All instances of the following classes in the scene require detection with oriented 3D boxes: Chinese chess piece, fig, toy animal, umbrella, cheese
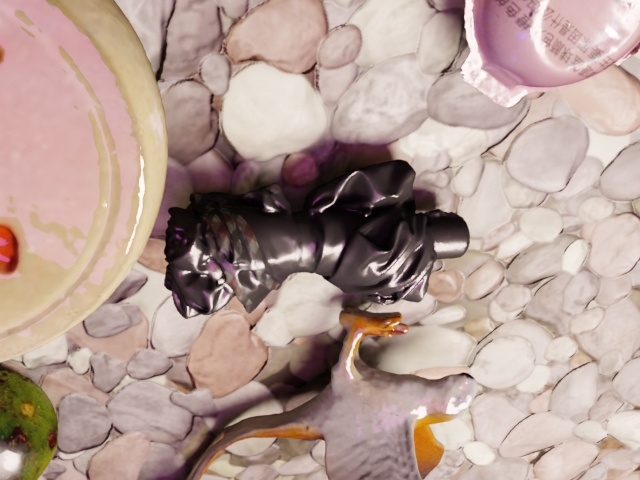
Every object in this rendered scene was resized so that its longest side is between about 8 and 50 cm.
[{"bbox_3d":[-0.278,-0.069,0.592,0.338,0.140,0.338,-4,116,-9],"label":"Chinese chess piece"},{"bbox_3d":[-0.335,0.203,0.804,0.156,0.123,0.123,-33,123,17],"label":"fig"},{"bbox_3d":[0.003,0.190,0.880,0.284,0.225,0.302,14,110,6],"label":"toy animal"},{"bbox_3d":[-0.001,-0.001,0.733,0.272,0.122,0.110,-4,168,-12],"label":"umbrella"},{"bbox_3d":[0.216,-0.219,0.623,0.189,0.074,0.286,20,119,-36],"label":"cheese"}]
